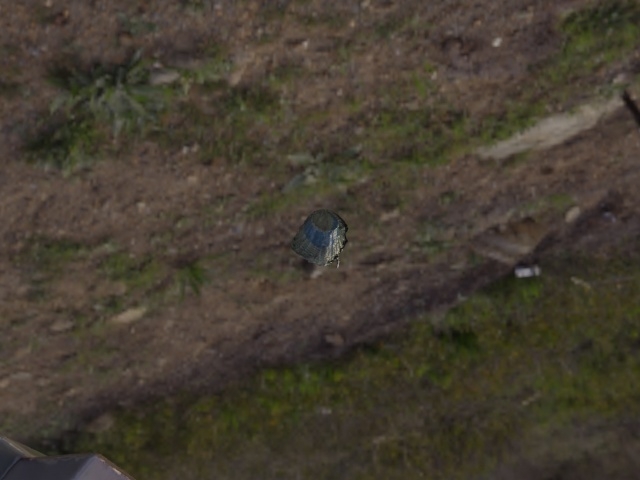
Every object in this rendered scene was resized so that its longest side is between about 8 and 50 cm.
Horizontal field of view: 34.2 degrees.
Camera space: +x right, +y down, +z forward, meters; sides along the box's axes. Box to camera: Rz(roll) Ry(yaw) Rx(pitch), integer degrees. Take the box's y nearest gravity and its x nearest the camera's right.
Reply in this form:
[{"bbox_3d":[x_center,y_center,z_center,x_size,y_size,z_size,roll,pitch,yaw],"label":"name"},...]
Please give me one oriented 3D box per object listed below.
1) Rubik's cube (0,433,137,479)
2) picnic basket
[{"bbox_3d":[-0.272,0.398,0.998,0.387,0.368,0.358,-29,128,13],"label":"Rubik's cube"},{"bbox_3d":[0.000,0.000,1.275,0.065,0.083,0.083,27,143,5],"label":"picnic basket"}]
